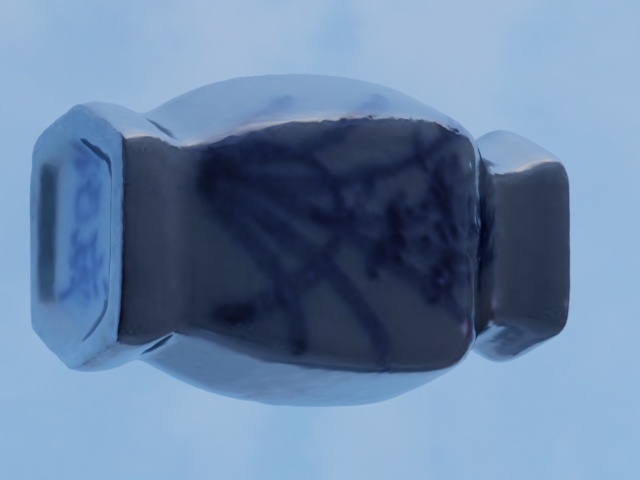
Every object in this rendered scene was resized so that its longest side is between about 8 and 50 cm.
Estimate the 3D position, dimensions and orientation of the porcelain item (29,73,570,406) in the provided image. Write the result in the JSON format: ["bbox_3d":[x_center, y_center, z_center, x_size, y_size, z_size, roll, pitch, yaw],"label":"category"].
[{"bbox_3d":[0.000,0.000,0.989,0.405,0.178,0.243,1,-91,-40],"label":"porcelain item"}]
